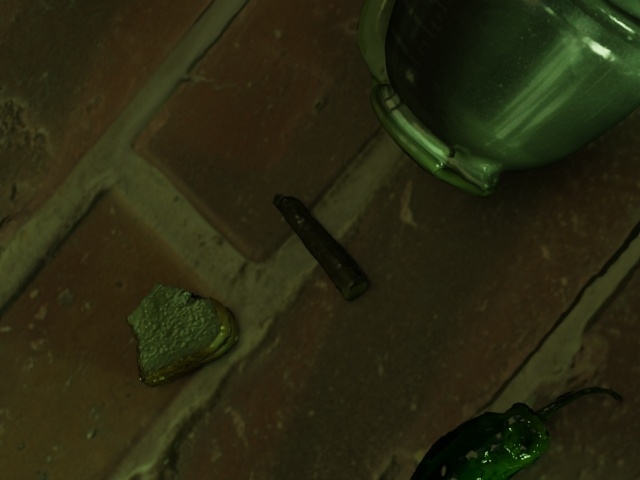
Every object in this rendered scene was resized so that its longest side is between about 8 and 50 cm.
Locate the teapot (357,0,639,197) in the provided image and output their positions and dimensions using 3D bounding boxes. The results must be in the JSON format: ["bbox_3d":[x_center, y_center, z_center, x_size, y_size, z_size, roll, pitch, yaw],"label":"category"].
[{"bbox_3d":[0.132,-0.189,1.707,0.239,0.239,0.321,-50,65,18],"label":"teapot"}]

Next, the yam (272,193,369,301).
[{"bbox_3d":[0.000,0.000,1.819,0.129,0.027,0.033,52,138,26],"label":"yam"}]

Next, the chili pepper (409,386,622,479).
[{"bbox_3d":[0.132,0.219,1.671,0.122,0.065,0.279,31,91,20],"label":"chili pepper"}]

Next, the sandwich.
[{"bbox_3d":[-0.130,0.081,1.850,0.105,0.036,0.093,-21,65,17],"label":"sandwich"}]
